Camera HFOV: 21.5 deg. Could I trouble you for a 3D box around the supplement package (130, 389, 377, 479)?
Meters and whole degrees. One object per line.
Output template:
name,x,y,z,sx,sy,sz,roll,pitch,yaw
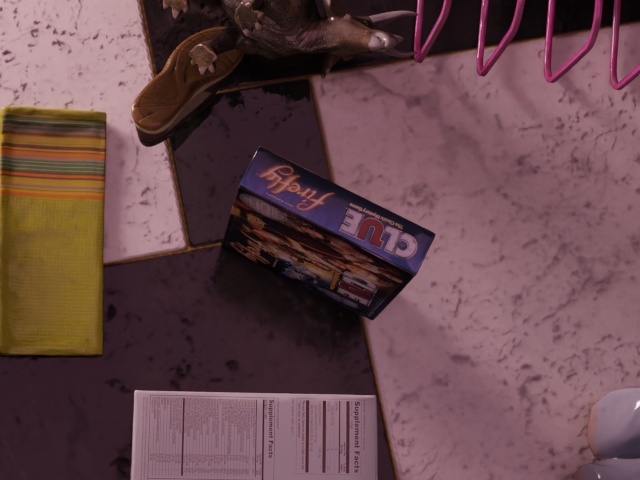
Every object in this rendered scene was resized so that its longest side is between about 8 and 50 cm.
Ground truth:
supplement package,-0.064,0.214,1.465,0.203,0.194,0.149,2,78,-6

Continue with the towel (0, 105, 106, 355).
towel,-0.253,-0.010,1.581,0.102,0.021,0.237,0,78,-6

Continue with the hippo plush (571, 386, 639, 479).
hippo plush,0.389,0.225,1.543,0.237,0.234,0.294,30,80,-26

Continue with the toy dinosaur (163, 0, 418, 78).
toy dinosaur,-0.070,-0.249,1.616,0.313,0.121,0.160,47,38,16

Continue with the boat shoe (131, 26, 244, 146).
boat shoe,-0.128,-0.148,1.612,0.056,0.049,0.152,38,58,13

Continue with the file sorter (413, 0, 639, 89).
file sorter,0.243,-0.252,1.601,0.291,0.202,0.182,7,79,-5

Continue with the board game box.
board game box,0.000,0.000,1.494,0.165,0.243,0.042,26,77,0
